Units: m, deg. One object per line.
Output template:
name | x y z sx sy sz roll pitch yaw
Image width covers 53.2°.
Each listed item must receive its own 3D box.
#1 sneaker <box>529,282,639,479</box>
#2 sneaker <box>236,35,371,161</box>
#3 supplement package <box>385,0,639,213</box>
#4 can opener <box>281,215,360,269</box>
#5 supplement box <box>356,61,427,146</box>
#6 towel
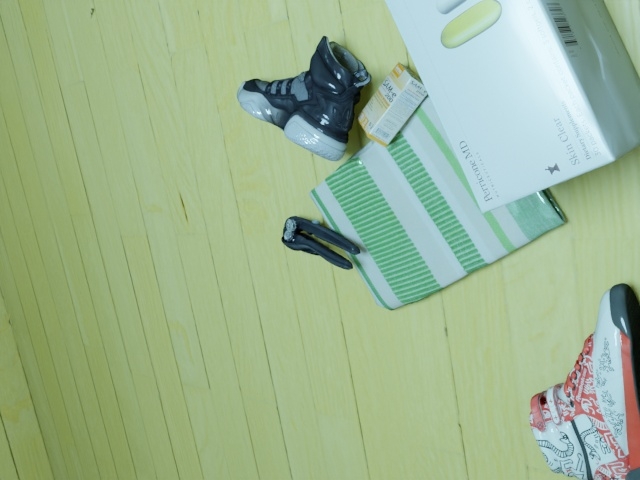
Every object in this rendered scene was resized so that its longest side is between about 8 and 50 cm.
sneaker | 0.332 0.186 0.806 0.145 0.090 0.269 -3 105 38
sneaker | -0.021 -0.228 0.958 0.268 0.101 0.153 41 104 46
supplement package | 0.222 -0.191 0.691 0.145 0.204 0.261 -26 88 42
can opener | 0.000 0.000 1.012 0.186 0.073 0.059 19 94 54
supplement box | 0.098 -0.186 0.875 0.098 0.036 0.062 -52 30 21
towel | 0.145 -0.055 0.918 0.325 0.038 0.247 -37 81 40
